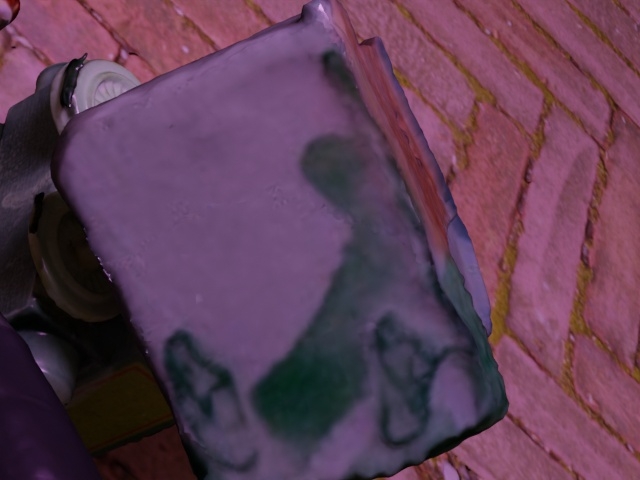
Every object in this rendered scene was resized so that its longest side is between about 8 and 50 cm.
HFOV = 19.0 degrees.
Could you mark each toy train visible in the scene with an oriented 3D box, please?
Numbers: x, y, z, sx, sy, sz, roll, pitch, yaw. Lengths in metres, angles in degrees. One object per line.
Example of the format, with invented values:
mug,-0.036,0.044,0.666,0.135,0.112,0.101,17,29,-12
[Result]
toy train,-0.154,0.008,1.255,0.188,0.159,0.271,40,39,-36

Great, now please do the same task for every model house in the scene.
model house,0.000,0.000,1.230,0.267,0.194,0.325,66,13,-3

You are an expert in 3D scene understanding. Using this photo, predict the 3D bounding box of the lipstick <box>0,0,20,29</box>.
lipstick,-0.283,-0.256,1.367,0.080,0.080,0.241,-1,64,-48

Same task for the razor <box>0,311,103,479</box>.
razor,-0.162,0.181,1.020,0.113,0.204,0.349,-21,56,-20
